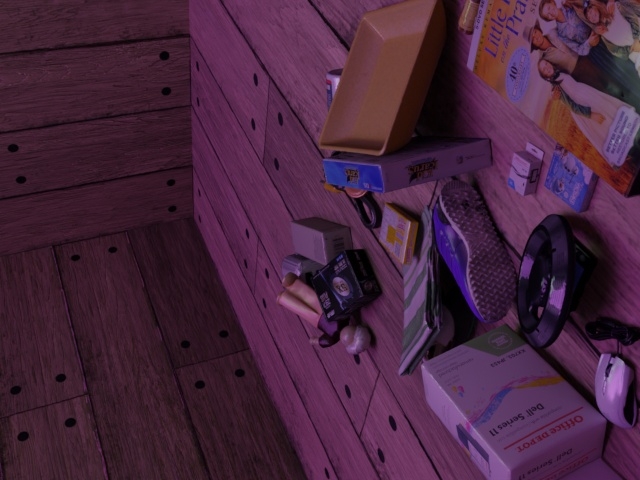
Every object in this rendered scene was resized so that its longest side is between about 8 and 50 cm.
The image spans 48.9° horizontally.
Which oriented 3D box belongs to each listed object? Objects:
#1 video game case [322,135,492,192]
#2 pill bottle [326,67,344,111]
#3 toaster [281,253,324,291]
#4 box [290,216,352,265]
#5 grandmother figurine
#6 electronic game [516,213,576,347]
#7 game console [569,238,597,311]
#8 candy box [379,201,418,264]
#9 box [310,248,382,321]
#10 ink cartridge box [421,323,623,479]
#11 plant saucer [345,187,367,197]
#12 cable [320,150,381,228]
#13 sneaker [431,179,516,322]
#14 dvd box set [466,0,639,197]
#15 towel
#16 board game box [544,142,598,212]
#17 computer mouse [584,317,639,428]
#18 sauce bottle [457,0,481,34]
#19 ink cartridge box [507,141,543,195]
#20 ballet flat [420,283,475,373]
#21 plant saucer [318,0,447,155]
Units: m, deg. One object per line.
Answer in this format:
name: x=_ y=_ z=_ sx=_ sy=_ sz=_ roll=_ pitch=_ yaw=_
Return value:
video game case: x=0.169 y=-0.160 z=1.439 sx=0.269 sy=0.244 sz=0.061 roll=-159 pitch=55 yaw=-65
pill bottle: x=0.072 y=-0.337 z=1.779 sx=0.108 sy=0.108 sz=0.180 roll=-139 pitch=41 yaw=-57
toaster: x=-0.043 y=0.149 z=2.339 sx=0.146 sy=0.129 sz=0.226 roll=-173 pitch=74 yaw=-66
box: x=0.000 y=0.000 z=2.185 sx=0.275 sy=0.094 sz=0.113 roll=-156 pitch=56 yaw=-65
grandmother figurine: x=0.013 y=0.241 z=2.155 sx=0.342 sy=0.104 sz=0.207 roll=31 pitch=123 yaw=31
electronic game: x=0.383 y=0.069 z=1.196 sx=0.229 sy=0.048 sz=0.229 roll=8 pitch=-90 yaw=-89
game console: x=0.414 y=0.074 z=1.195 sx=0.107 sy=0.071 sz=0.122 roll=-123 pitch=29 yaw=-42
candy box: x=0.186 y=-0.020 z=1.701 sx=0.206 sy=0.027 sz=0.105 roll=-125 pitch=43 yaw=-71
box: x=0.070 y=0.130 z=2.022 sx=0.180 sy=0.078 sz=0.147 roll=-41 pitch=62 yaw=42
ink cartridge box: x=0.363 y=0.329 z=1.272 sx=0.353 sy=0.207 sz=0.119 roll=50 pitch=158 yaw=49
plant saucer: x=0.099 y=-0.156 z=1.884 sx=0.084 sy=0.013 sz=0.083 roll=-6 pitch=80 yaw=37
cable: x=0.096 y=-0.150 z=1.942 sx=0.287 sy=0.072 sz=0.139 roll=43 pitch=122 yaw=36
sneaker: x=0.302 y=0.034 z=1.440 sx=0.146 sy=0.102 sz=0.293 roll=120 pitch=138 yaw=-67
dvd box set: x=0.386 y=-0.306 z=1.053 sx=0.420 sy=0.062 sz=0.307 roll=-123 pitch=29 yaw=-42
towel: x=0.219 y=0.115 z=1.584 sx=0.247 sy=0.038 sz=0.324 roll=106 pitch=171 yaw=-53
board game box: x=0.414 y=-0.106 z=1.158 sx=0.090 sy=0.020 sz=0.090 roll=-128 pitch=32 yaw=-45
computer mouse: x=0.480 y=0.225 z=1.155 sx=0.106 sy=0.042 sz=0.192 roll=-162 pitch=61 yaw=-65
sauce bottle: x=0.284 y=-0.436 z=1.269 sx=0.128 sy=0.042 sz=0.042 roll=104 pitch=147 yaw=-46
ink cartridge box: x=0.366 y=-0.128 z=1.257 sx=0.048 sy=0.028 sz=0.083 roll=-129 pitch=33 yaw=-49
ballet flat: x=0.281 y=0.217 z=1.590 sx=0.095 sy=0.096 sz=0.280 roll=-127 pitch=32 yaw=-45
plant saucer: x=0.140 y=-0.334 z=1.500 sx=0.333 sy=0.081 sz=0.332 roll=24 pitch=95 yaw=66
